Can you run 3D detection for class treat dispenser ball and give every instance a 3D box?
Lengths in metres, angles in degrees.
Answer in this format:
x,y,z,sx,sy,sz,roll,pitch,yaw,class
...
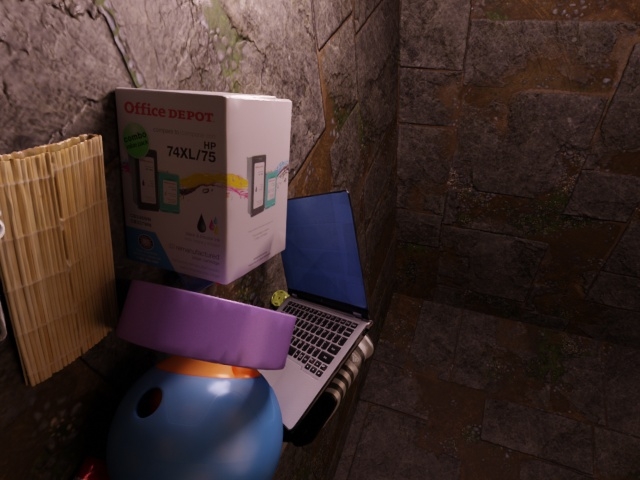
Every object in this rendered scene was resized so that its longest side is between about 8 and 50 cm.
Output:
x,y,z,sx,sy,sz,roll,pitch,yaw,class
-0.209,0.336,0.718,0.288,0.288,0.288,12,90,-71,treat dispenser ball

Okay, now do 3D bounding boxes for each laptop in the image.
x,y,z,sx,sy,sz,roll,pitch,yaw,class
-0.089,0.124,0.934,0.236,0.382,0.408,48,70,-21,laptop

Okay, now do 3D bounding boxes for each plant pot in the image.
x,y,z,sx,sy,sz,roll,pitch,yaw,class
-0.108,0.188,1.253,0.079,0.083,0.083,51,53,-52,plant pot

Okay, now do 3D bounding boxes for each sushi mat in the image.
x,y,z,sx,sy,sz,roll,pitch,yaw,class
-0.335,0.030,0.539,0.151,0.019,0.316,-47,152,-58,sushi mat

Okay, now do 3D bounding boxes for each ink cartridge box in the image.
x,y,z,sx,sy,sz,roll,pitch,yaw,class
-0.180,-0.103,0.683,0.197,0.198,0.270,-35,132,-62,ink cartridge box

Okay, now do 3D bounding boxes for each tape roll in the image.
x,y,z,sx,sy,sz,roll,pitch,yaw,class
-0.184,0.139,0.692,0.275,0.275,0.090,44,56,-68,tape roll

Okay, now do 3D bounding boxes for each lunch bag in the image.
x,y,z,sx,sy,sz,roll,pitch,yaw,class
-0.223,0.055,0.779,0.098,0.067,0.065,-32,-177,-21,lunch bag

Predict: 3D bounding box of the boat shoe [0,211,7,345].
x,y,z,sx,sy,sz,roll,pitch,yaw,class
-0.356,0.000,0.382,0.105,0.113,0.306,-55,154,-61,boat shoe

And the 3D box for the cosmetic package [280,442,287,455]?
x,y,z,sx,sy,sz,roll,pitch,yaw,class
-0.190,0.549,1.123,0.160,0.113,0.309,-60,156,-12,cosmetic package

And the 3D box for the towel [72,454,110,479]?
x,y,z,sx,sy,sz,roll,pitch,yaw,class
-0.397,0.508,0.681,0.199,0.031,0.274,72,35,-54,towel

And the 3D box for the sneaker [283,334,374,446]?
x,y,z,sx,sy,sz,roll,pitch,yaw,class
-0.090,0.347,1.004,0.169,0.447,0.257,48,47,-9,sneaker

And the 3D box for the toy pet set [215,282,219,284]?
x,y,z,sx,sy,sz,roll,pitch,yaw,class
-0.224,0.016,0.872,0.114,0.065,0.122,-44,144,-3,toy pet set
